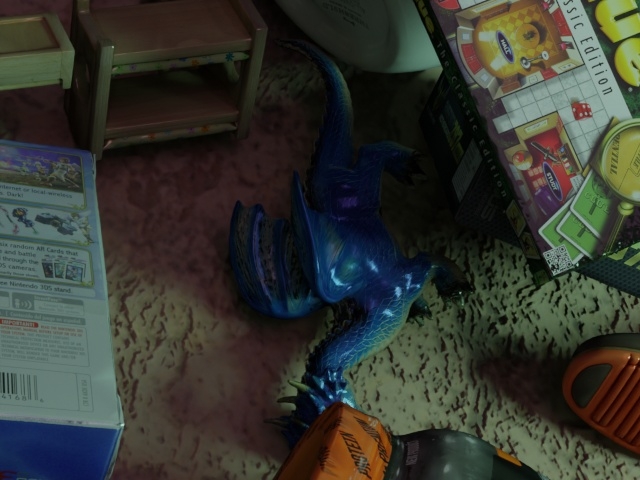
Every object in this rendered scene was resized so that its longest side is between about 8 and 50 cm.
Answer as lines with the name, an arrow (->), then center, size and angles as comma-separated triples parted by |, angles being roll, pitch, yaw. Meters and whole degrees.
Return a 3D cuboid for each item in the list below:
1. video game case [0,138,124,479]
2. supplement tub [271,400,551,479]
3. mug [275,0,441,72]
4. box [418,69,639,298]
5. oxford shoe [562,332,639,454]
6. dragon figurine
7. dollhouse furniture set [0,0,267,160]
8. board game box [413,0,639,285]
video game case -> -0.254, 0.026, 0.981 | 0.270, 0.061, 0.244 | 7, 38, -17
supplement tub -> 0.113, 0.243, 0.989 | 0.338, 0.207, 0.207 | 31, 60, -5
mug -> 0.077, -0.301, 1.209 | 0.328, 0.276, 0.374 | -41, 61, -19
box -> 0.166, -0.037, 1.142 | 0.183, 0.059, 0.232 | 23, 17, -9
oxford shoe -> 0.281, 0.094, 1.200 | 0.271, 0.097, 0.098 | 12, 43, -20
dragon figurine -> 0.000, 0.000, 1.114 | 0.144, 0.085, 0.289 | -15, 83, -36
dollhouse furniture set -> -0.153, -0.134, 1.151 | 0.182, 0.101, 0.161 | -9, 46, -23
board game box -> 0.134, -0.118, 1.017 | 0.136, 0.030, 0.259 | -23, 87, -18
